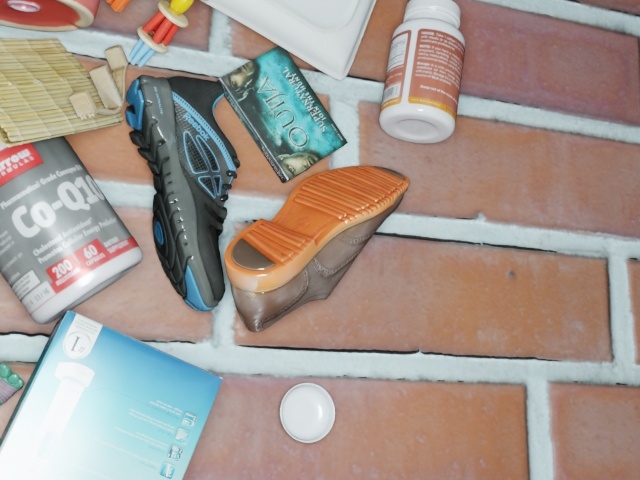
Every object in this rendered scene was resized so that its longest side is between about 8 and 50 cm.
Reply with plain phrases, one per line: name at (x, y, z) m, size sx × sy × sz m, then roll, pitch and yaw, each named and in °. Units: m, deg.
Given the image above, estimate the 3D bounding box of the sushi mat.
sushi mat at (-0.359, -0.193, 1.104) m, size 0.019 × 0.316 × 0.151 m, roll -40°, pitch 93°, yaw 16°

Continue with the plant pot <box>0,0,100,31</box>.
plant pot at (-0.383, -0.420, 1.151) m, size 0.275 × 0.275 × 0.243 m, roll 5°, pitch 86°, yaw -21°

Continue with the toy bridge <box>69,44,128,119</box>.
toy bridge at (-0.292, -0.208, 1.198) m, size 0.026 × 0.188 × 0.063 m, roll -13°, pitch 120°, yaw 12°

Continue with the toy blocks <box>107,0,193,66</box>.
toy blocks at (-0.250, -0.329, 1.242) m, size 0.123 × 0.054 × 0.148 m, roll 37°, pitch 111°, yaw -19°

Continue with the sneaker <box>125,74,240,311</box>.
sneaker at (-0.166, -0.073, 1.218) m, size 0.140 × 0.125 × 0.340 m, roll -9°, pitch 83°, yaw -28°

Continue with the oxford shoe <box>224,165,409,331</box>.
oxford shoe at (0.000, 0.000, 1.289) m, size 0.130 × 0.132 × 0.364 m, roll 27°, pitch 45°, yaw 34°

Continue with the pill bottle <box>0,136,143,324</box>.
pill bottle at (-0.367, -0.051, 1.110) m, size 0.161 × 0.161 × 0.283 m, roll -35°, pitch 92°, yaw -25°

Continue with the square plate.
square plate at (-0.032, -0.473, 1.325) m, size 0.347 × 0.049 × 0.343 m, roll 26°, pitch 83°, yaw -25°

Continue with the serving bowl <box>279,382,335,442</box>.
serving bowl at (-0.023, 0.246, 1.252) m, size 0.083 × 0.027 × 0.083 m, roll 5°, pitch 76°, yaw -21°

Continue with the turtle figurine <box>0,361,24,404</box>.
turtle figurine at (-0.470, 0.228, 1.029) m, size 0.175 × 0.118 × 0.234 m, roll 44°, pitch 53°, yaw -15°

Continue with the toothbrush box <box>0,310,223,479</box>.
toothbrush box at (-0.285, 0.268, 1.087) m, size 0.216 × 0.126 × 0.295 m, roll 26°, pitch 69°, yaw -15°

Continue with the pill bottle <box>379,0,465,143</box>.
pill bottle at (0.167, -0.274, 1.401) m, size 0.121 × 0.121 × 0.216 m, roll 16°, pitch 72°, yaw -18°

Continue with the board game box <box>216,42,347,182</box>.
board game box at (-0.058, -0.195, 1.343) m, size 0.126 × 0.026 × 0.186 m, roll -35°, pitch 92°, yaw -26°
